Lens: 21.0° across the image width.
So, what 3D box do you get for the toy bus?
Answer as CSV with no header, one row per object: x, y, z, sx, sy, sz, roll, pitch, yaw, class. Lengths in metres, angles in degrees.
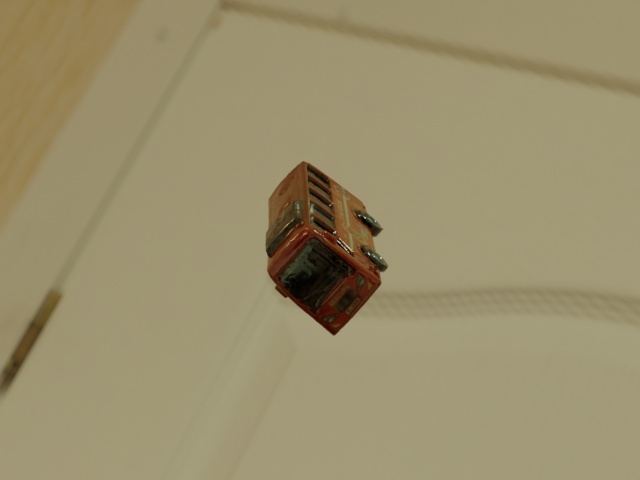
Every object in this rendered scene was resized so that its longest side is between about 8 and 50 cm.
0.000,0.000,0.674,0.043,0.031,0.110,40,11,-12,toy bus
